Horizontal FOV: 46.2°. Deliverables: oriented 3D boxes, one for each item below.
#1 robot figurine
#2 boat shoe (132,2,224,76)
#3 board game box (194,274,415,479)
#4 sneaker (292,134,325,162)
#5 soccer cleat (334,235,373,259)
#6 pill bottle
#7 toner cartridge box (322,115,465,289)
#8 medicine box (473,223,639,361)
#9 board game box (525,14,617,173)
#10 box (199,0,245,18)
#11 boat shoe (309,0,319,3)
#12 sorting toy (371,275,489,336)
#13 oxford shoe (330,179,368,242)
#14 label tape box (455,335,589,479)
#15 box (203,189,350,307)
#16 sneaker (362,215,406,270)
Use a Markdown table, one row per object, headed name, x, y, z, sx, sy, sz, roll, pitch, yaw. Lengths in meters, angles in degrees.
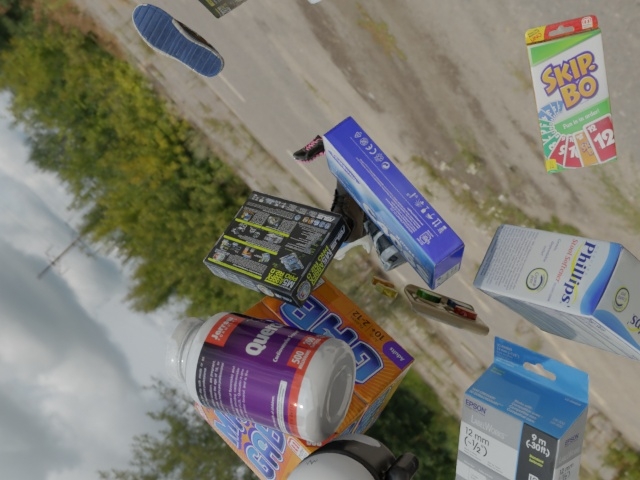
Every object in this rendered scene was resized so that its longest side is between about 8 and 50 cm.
| name | x | y | z | sx | sy | sz | roll | pitch | yaw |
| --- | --- | --- | --- | --- | --- | --- | --- | --- | --- |
| robot figurine | 0.042 | 0.419 | 1.231 | 0.173 | 0.209 | 0.278 | 24 | -176 | 17 |
| boat shoe | -0.255 | -0.358 | 1.353 | 0.183 | 0.066 | 0.066 | 38 | -163 | -8 |
| board game box | -0.053 | 0.358 | 1.861 | 0.356 | 0.356 | 0.356 | 42 | 145 | 18 |
| sneaker | -0.015 | -0.224 | 1.782 | 0.047 | 0.119 | 0.057 | 44 | 148 | 42 |
| soccer cleat | 0.000 | 0.000 | 2.146 | 0.116 | 0.331 | 0.143 | -111 | 17 | -63 |
| pill bottle | -0.111 | 0.232 | 1.342 | 0.322 | 0.182 | 0.181 | 12 | 160 | 24 |
| toner cartridge box | 0.141 | -0.072 | 1.488 | 0.348 | 0.075 | 0.165 | 51 | 172 | 20 |
| medicine box | 0.505 | 0.102 | 1.484 | 0.263 | 0.149 | 0.289 | 31 | 170 | -35 |
| board game box | 0.441 | -0.254 | 1.322 | 0.039 | 0.124 | 0.260 | -65 | -38 | -68 |
| box | -0.135 | -0.609 | 1.574 | 0.097 | 0.318 | 0.395 | 56 | -174 | -7 |
| boat shoe | 0.050 | -0.510 | 1.156 | 0.156 | 0.136 | 0.367 | 47 | 150 | -15 |
| sorting toy | 0.289 | 0.160 | 2.002 | 0.307 | 0.041 | 0.229 | 19 | -170 | -2 |
| oxford shoe | 0.066 | -0.098 | 1.741 | 0.082 | 0.096 | 0.227 | 8 | 114 | 36 |
| label tape box | 0.429 | 0.415 | 1.621 | 0.249 | 0.115 | 0.348 | 20 | 116 | 47 |
| box | -0.099 | 0.012 | 1.669 | 0.270 | 0.216 | 0.060 | 17 | 155 | 36 |
| sneaker | 0.150 | -0.007 | 1.689 | 0.121 | 0.079 | 0.217 | 62 | -179 | 14 |
